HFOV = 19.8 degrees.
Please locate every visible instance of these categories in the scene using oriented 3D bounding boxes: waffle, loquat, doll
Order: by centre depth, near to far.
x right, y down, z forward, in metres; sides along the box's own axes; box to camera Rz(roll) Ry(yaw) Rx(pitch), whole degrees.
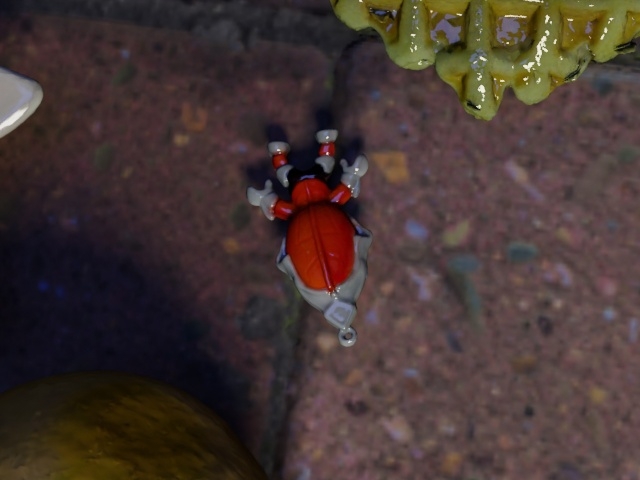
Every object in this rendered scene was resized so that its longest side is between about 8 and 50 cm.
[{"bbox_3d":[-0.115,0.161,0.836,0.213,0.213,0.213,-1,84,11],"label":"loquat"},{"bbox_3d":[0.092,-0.175,0.900,0.214,0.054,0.208,-39,75,-1],"label":"waffle"},{"bbox_3d":[0.000,0.000,0.910,0.057,0.039,0.114,-6,71,-18],"label":"doll"}]

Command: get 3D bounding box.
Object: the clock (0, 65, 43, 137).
[{"bbox_3d":[-0.303,-0.050,0.940,0.324,0.108,0.265,17,86,12],"label":"clock"}]
